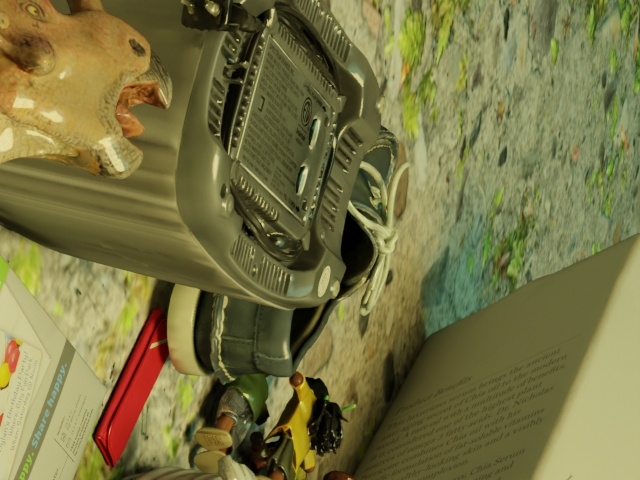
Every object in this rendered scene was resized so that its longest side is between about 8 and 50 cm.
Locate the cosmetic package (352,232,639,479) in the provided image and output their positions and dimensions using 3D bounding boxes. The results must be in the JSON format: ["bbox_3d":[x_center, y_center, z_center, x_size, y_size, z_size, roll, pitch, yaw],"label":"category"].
[{"bbox_3d":[0.124,0.217,1.295,0.161,0.230,0.453,48,42,-15],"label":"cosmetic package"}]

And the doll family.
[{"bbox_3d":[-0.021,0.140,1.157,0.111,0.076,0.193,-63,160,-48],"label":"doll family"}]

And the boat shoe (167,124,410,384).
[{"bbox_3d":[0.000,0.000,1.088,0.254,0.079,0.095,-45,140,-56],"label":"boat shoe"}]

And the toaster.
[{"bbox_3d":[-0.073,-0.054,0.798,0.227,0.146,0.129,41,60,-68],"label":"toaster"}]

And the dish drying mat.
[{"bbox_3d":[-0.097,0.077,1.002,0.032,0.008,0.083,75,32,-52],"label":"dish drying mat"}]

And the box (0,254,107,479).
[{"bbox_3d":[-0.158,0.085,0.796,0.186,0.038,0.145,64,40,-57],"label":"box"}]

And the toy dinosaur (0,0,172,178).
[{"bbox_3d":[-0.179,-0.074,0.555,0.295,0.127,0.200,53,41,-48],"label":"toy dinosaur"}]

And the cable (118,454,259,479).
[{"bbox_3d":[-0.080,0.250,1.017,0.257,0.089,0.257,51,53,-65],"label":"cable"}]
